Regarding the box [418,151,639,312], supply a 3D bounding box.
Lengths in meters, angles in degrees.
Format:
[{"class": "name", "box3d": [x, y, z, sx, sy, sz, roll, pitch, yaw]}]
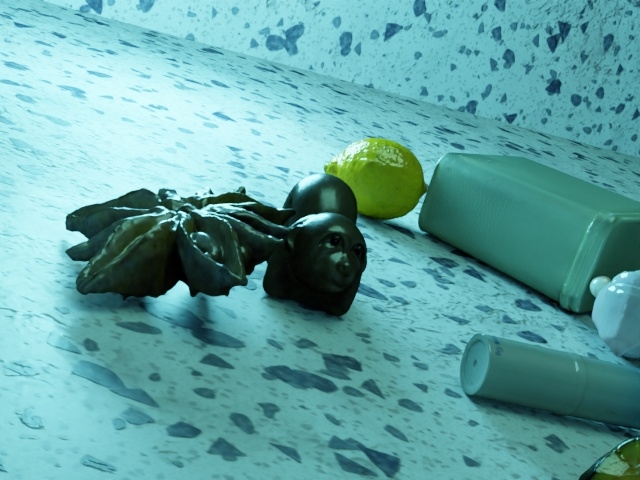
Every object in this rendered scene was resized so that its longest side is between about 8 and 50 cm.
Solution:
[{"class": "box", "box3d": [0.407, -0.024, 1.951, 0.344, 0.177, 0.352, 27, 18, 34]}]

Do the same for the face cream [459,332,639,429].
[{"class": "face cream", "box3d": [0.296, 0.173, 1.330, 0.250, 0.077, 0.077, 13, 17, -16]}]

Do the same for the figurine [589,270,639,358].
[{"class": "figurine", "box3d": [0.510, 0.113, 1.692, 0.200, 0.133, 0.276, 16, 6, 36]}]

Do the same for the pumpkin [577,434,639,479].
[{"class": "pumpkin", "box3d": [0.410, 0.239, 1.156, 0.254, 0.130, 0.149, 20, 16, 7]}]

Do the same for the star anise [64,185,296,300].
[{"class": "star anise", "box3d": [-0.155, 0.001, 1.304, 0.292, 0.109, 0.349, 3, 18, -20]}]

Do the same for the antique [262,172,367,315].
[{"class": "antique", "box3d": [0.000, 0.000, 1.452, 0.121, 0.143, 0.257, 19, 18, -7]}]

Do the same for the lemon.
[{"class": "lemon", "box3d": [0.096, -0.110, 1.920, 0.187, 0.142, 0.142, 13, 16, -1]}]
